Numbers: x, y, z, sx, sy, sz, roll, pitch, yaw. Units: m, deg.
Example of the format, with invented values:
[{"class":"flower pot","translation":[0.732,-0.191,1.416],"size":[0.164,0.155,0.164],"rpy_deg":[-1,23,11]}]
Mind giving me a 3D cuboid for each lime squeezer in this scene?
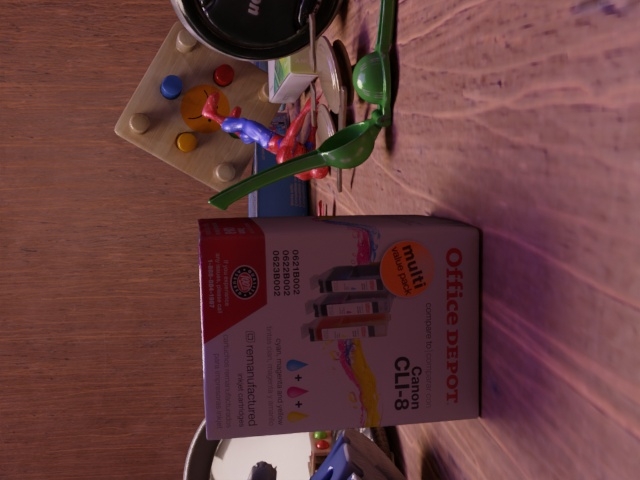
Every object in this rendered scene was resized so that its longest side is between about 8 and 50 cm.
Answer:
[{"class":"lime squeezer","translation":[0.020,-0.140,0.678],"size":[0.310,0.110,0.059],"rpy_deg":[-57,1,16]}]

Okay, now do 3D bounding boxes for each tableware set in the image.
[{"class":"tableware set","translation":[0.023,-0.161,0.859],"size":[0.194,0.039,0.128],"rpy_deg":[90,163,-58]}]

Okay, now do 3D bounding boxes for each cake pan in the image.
[{"class":"cake pan","translation":[-0.113,0.400,1.257],"size":[0.054,0.293,0.293],"rpy_deg":[37,-142,-48]}]

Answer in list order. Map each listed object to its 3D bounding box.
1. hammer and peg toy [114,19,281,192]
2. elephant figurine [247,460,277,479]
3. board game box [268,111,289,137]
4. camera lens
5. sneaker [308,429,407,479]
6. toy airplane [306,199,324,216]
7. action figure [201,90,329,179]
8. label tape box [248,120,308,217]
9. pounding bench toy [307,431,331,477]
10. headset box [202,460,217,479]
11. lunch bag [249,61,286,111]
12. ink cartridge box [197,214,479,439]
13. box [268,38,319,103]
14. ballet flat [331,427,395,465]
[{"class":"hammer and peg toy","translation":[-0.207,-0.304,1.405],"size":[0.361,0.266,0.127],"rpy_deg":[-62,14,-4]},{"class":"elephant figurine","translation":[0.008,0.353,0.659],"size":[0.169,0.240,0.186],"rpy_deg":[-68,-1,-45]},{"class":"board game box","translation":[-0.101,-0.192,1.691],"size":[0.194,0.060,0.194],"rpy_deg":[101,165,-60]},{"class":"camera lens","translation":[-0.087,-0.381,0.945],"size":[0.274,0.220,0.219],"rpy_deg":[-100,11,-49]},{"class":"sneaker","translation":[0.001,0.277,0.475],"size":[0.182,0.127,0.315],"rpy_deg":[-45,11,8]},{"class":"toy airplane","translation":[0.000,0.000,1.091],"size":[0.151,0.028,0.151],"rpy_deg":[180,90,-82]},{"class":"action figure","translation":[-0.063,-0.191,1.150],"size":[0.280,0.091,0.139],"rpy_deg":[39,98,38]},{"class":"label tape box","translation":[-0.079,-0.051,1.384],"size":[0.333,0.106,0.240],"rpy_deg":[118,151,-73]},{"class":"pounding bench toy","translation":[0.010,0.283,0.981],"size":[0.083,0.052,0.065],"rpy_deg":[-112,21,-69]},{"class":"headset box","translation":[-0.115,0.569,1.394],"size":[0.293,0.110,0.218],"rpy_deg":[49,155,24]},{"class":"lunch bag","translation":[-0.113,-0.424,1.565],"size":[0.224,0.108,0.279],"rpy_deg":[-102,12,-47]},{"class":"ink cartridge box","translation":[0.007,0.049,0.496],"size":[0.127,0.176,0.128],"rpy_deg":[-151,59,-78]},{"class":"box","translation":[-0.054,-0.418,1.252],"size":[0.232,0.059,0.321],"rpy_deg":[173,94,-78]},{"class":"ballet flat","translation":[0.039,0.195,0.775],"size":[0.250,0.058,0.084],"rpy_deg":[-130,60,-69]}]
